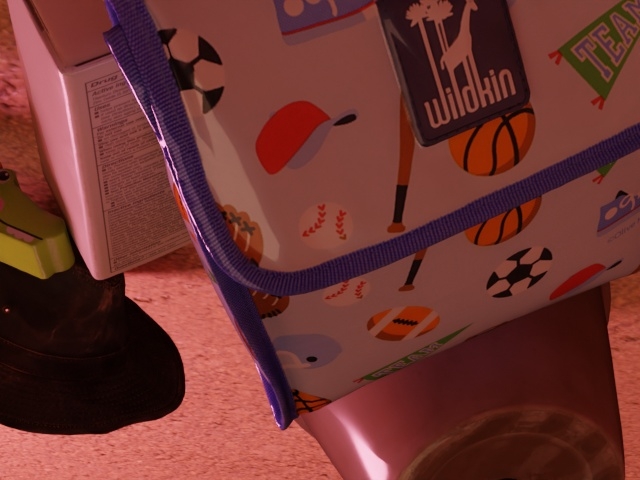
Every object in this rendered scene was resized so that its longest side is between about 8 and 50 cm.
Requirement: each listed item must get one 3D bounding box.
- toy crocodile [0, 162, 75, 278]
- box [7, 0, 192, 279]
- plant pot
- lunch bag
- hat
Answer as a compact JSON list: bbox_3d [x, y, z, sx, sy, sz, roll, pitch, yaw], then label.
[{"bbox_3d":[-0.363,-0.058,1.114,0.340,0.105,0.115,20,152,14],"label":"toy crocodile"},{"bbox_3d":[-0.139,-0.107,0.964,0.148,0.121,0.311,-23,158,-18],"label":"box"},{"bbox_3d":[0.117,0.125,1.078,0.323,0.280,0.323,-4,123,-6],"label":"plant pot"},{"bbox_3d":[0.058,-0.087,0.784,0.327,0.239,0.385,-23,146,-7],"label":"lunch bag"},{"bbox_3d":[-0.269,0.054,1.303,0.331,0.331,0.134,17,111,-15],"label":"hat"}]
